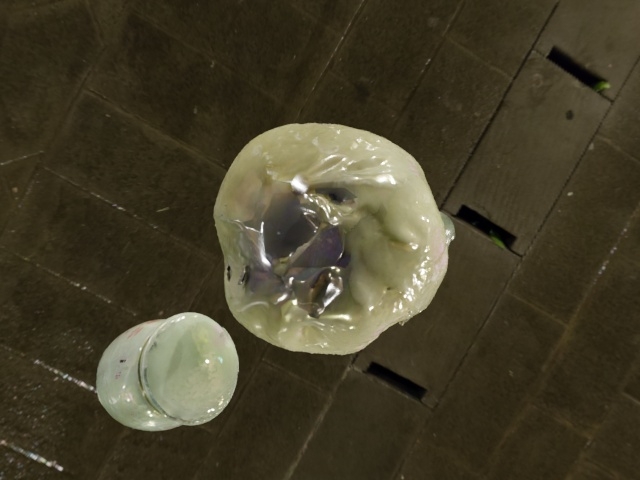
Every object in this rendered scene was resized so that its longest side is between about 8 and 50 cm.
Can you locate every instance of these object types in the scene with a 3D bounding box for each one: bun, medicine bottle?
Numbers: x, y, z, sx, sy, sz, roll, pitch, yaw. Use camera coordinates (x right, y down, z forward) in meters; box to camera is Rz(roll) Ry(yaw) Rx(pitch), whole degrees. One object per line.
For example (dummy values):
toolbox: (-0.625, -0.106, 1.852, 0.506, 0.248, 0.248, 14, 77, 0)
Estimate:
bun: (0.003, -0.004, 0.612, 0.272, 0.168, 0.273, -1, 87, 18)
medicine bottle: (-0.205, 0.176, 0.751, 0.143, 0.147, 0.147, -22, 100, 41)

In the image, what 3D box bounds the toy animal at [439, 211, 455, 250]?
toy animal: (0.133, -0.050, 0.996, 0.236, 0.138, 0.108, 40, 95, -2)
